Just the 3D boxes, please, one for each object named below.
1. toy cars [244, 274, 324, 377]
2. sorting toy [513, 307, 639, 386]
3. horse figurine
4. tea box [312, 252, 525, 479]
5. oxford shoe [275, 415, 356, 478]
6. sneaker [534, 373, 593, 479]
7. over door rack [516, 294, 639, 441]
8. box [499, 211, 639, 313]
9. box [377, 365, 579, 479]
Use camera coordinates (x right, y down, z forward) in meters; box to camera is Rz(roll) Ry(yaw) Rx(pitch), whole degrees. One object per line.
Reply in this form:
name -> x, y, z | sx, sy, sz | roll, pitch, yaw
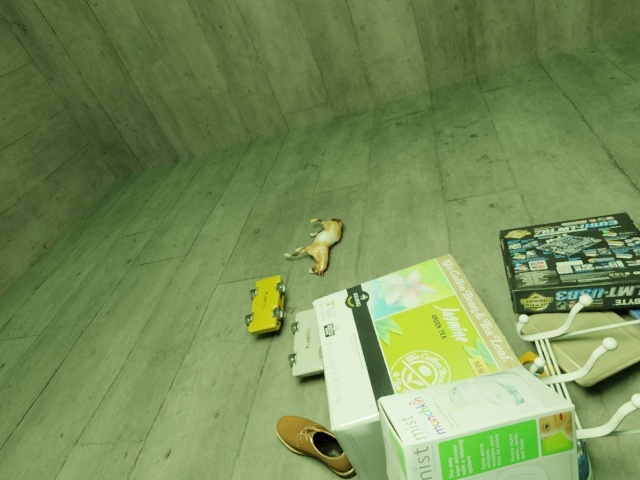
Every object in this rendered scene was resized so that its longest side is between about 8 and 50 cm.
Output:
toy cars -> -0.079, 0.230, 1.181 | 0.176, 0.087, 0.394 | -42, 41, -17
sorting toy -> 0.520, 0.197, 0.882 | 0.348, 0.047, 0.196 | -21, 31, -10
horse figurine -> 0.000, 0.000, 1.464 | 0.175, 0.066, 0.263 | 4, 44, 43
tea box -> 0.182, 0.243, 0.877 | 0.324, 0.219, 0.329 | -20, 33, 4
oxford shoe -> -0.017, 0.401, 0.910 | 0.212, 0.076, 0.076 | 7, 46, 40
sneaker -> 0.409, 0.313, 0.769 | 0.080, 0.081, 0.211 | -18, 32, 12
over door rack -> 0.518, 0.198, 0.728 | 0.325, 0.108, 0.239 | -6, 32, 14
box -> 0.575, 0.046, 1.007 | 0.296, 0.073, 0.293 | -8, 24, 19
box -> 0.218, 0.340, 0.623 | 0.231, 0.261, 0.127 | -9, 10, -8
